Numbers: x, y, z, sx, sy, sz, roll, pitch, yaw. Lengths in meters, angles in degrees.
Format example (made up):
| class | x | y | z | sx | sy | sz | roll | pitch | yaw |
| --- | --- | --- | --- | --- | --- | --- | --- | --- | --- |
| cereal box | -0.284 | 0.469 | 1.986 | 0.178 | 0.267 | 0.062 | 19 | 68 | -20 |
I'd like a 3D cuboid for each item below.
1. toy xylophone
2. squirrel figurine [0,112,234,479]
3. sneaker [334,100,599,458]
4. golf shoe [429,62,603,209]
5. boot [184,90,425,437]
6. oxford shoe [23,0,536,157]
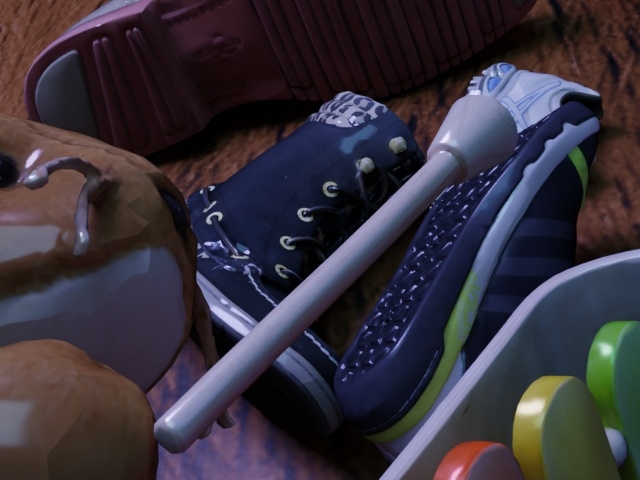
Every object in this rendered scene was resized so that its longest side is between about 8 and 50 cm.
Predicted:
| class | x | y | z | sx | sy | sz | roll | pitch | yaw |
| --- | --- | --- | --- | --- | --- | --- | --- | --- | --- |
| toy xylophone | 0.067 | 0.096 | 0.394 | 0.081 | 0.236 | 0.323 | -3 | 35 | 39 |
| squirrel figurine | -0.206 | 0.117 | 0.425 | 0.397 | 0.281 | 0.370 | -19 | 47 | 23 |
| sneaker | 0.093 | 0.030 | 0.596 | 0.235 | 0.097 | 0.084 | -53 | 12 | -30 |
| golf shoe | 0.119 | -0.050 | 0.706 | 0.086 | 0.069 | 0.176 | 7 | 44 | 25 |
| boot | -0.001 | -0.002 | 0.672 | 0.178 | 0.085 | 0.236 | -36 | 33 | -13 |
| oxford shoe | -0.031 | -0.181 | 0.899 | 0.397 | 0.140 | 0.146 | -13 | 28 | 7 |
